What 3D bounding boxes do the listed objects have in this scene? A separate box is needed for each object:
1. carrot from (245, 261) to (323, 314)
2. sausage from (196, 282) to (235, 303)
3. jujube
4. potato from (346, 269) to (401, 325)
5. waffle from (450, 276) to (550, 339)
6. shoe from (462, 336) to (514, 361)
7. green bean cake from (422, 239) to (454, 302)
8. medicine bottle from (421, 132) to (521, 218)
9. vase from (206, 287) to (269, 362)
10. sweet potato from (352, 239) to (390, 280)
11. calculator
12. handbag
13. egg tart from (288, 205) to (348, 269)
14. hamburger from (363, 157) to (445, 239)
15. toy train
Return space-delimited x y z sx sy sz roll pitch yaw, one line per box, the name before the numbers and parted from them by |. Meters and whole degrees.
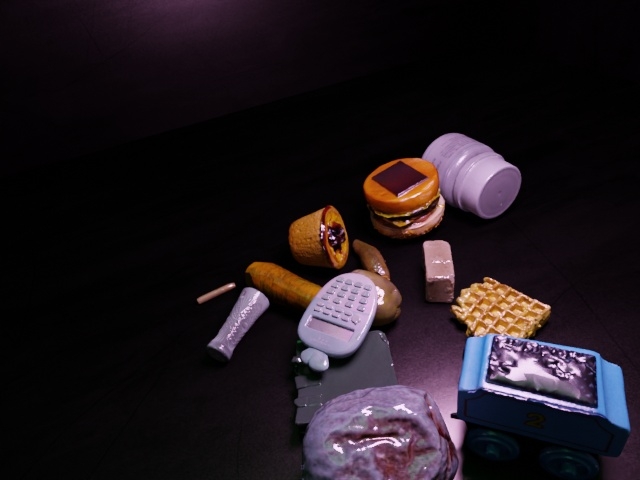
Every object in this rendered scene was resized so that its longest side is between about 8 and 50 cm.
carrot | -0.101 0.149 1.381 0.302 0.114 0.114 20 46 30
sausage | -0.342 0.172 1.476 0.132 0.024 0.024 -25 40 -18
jujube | 0.117 0.420 0.892 0.308 0.215 0.246 -1 60 0
potato | 0.136 0.167 1.292 0.200 0.137 0.154 13 70 28
waffle | 0.465 0.208 1.222 0.219 0.057 0.229 -34 43 -28
shoe | 0.467 0.290 1.081 0.241 0.108 0.093 11 42 15
green bean cake | 0.355 0.092 1.354 0.085 0.109 0.179 -2 37 11
medicine bottle | 0.535 -0.233 1.624 0.245 0.245 0.306 -23 39 -17
vase | -0.243 0.247 1.306 0.096 0.096 0.219 10 44 24
sweet potato | 0.158 0.052 1.479 0.077 0.077 0.243 -17 39 -10
calculator | 0.043 0.209 1.173 0.184 0.042 0.295 14 57 30
handbag | 0.057 0.351 1.114 0.260 0.079 0.247 -7 37 4
egg tart | 0.000 0.000 1.495 0.171 0.215 0.215 -11 34 25
hamburger | 0.298 -0.138 1.571 0.291 0.225 0.291 -12 38 9
toy train | 0.424 0.329 0.906 0.300 0.265 0.188 6 40 23
